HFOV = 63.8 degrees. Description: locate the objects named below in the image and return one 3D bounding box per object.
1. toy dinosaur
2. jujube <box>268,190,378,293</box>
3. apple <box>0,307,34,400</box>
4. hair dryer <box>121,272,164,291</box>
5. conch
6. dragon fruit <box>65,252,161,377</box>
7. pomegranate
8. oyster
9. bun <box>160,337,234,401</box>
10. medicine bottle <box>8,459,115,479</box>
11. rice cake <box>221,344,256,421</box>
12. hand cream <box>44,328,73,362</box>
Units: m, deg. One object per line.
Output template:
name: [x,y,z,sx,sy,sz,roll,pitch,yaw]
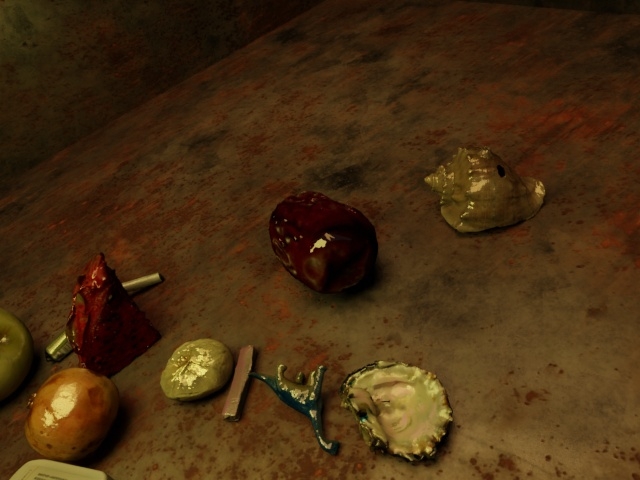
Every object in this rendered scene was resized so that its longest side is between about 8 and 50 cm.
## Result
toy dinosaur: [-0.065,0.376,1.167,0.248,0.075,0.188,1,51,17]
jujube: [0.000,0.000,1.432,0.258,0.258,0.377,-35,29,-15]
apple: [-0.974,0.346,1.478,0.258,0.233,0.295,-35,48,14]
hair dryer: [-0.623,0.142,1.650,0.236,0.131,0.073,-15,29,-13]
conch: [0.456,-0.147,1.448,0.324,0.186,0.263,-1,61,25]
dragon fruit: [-0.634,0.178,1.402,0.228,0.329,0.286,-35,60,-17]
pomegranate: [-0.604,0.413,1.244,0.215,0.215,0.215,-13,40,11]
oyster: [0.148,0.351,1.084,0.260,0.092,0.198,13,50,23]
bun: [-0.315,0.322,1.301,0.188,0.111,0.164,-18,42,-1]
medicine bottle: [-0.538,0.584,1.099,0.324,0.124,0.179,1,45,23]
rice cake: [-0.198,0.349,1.276,0.047,0.036,0.206,1,44,11]
hand cream: [-0.740,0.279,1.576,0.235,0.086,0.055,-46,29,-21]
